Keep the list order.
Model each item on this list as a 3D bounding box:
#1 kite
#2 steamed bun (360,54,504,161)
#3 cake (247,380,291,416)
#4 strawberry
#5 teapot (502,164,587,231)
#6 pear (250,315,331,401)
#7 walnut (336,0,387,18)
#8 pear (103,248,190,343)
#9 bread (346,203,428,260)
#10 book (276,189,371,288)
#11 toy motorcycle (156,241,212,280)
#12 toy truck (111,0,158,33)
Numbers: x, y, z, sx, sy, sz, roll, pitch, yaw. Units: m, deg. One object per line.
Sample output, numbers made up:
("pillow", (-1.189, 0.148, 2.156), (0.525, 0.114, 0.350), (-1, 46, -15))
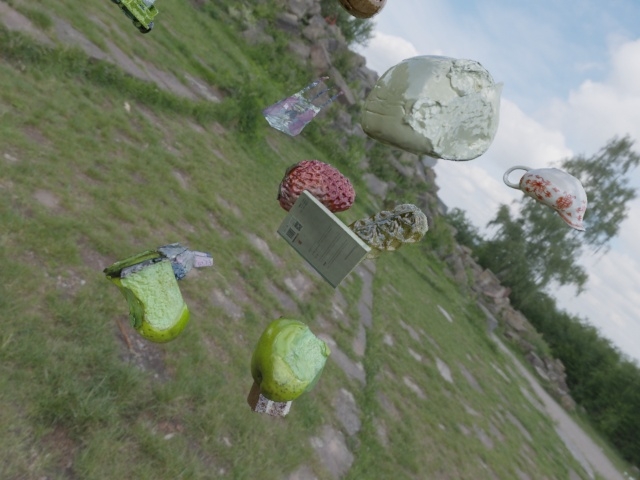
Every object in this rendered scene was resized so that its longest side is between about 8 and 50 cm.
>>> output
("kite", (-0.062, -0.560, 1.789), (0.204, 0.360, 0.022), (41, -22, 21))
("steamed bun", (0.272, -0.346, 1.107), (0.334, 0.232, 0.312), (-7, 29, -39))
("cake", (-0.192, 0.608, 1.719), (0.147, 0.134, 0.135), (25, -8, -21))
("strawberry", (-0.005, -0.181, 1.790), (0.336, 0.265, 0.149), (10, 39, -23))
("teapot", (0.563, -0.123, 1.087), (0.159, 0.116, 0.245), (3, 27, -34))
("pear", (-0.129, 0.450, 1.621), (0.286, 0.176, 0.282), (41, 48, 5))
("walnut", (0.095, -0.686, 1.176), (0.245, 0.137, 0.137), (19, 25, -46))
("pear", (-0.488, 0.164, 1.255), (0.238, 0.164, 0.255), (10, -59, 58))
("bread", (0.225, -0.032, 1.468), (0.130, 0.268, 0.152), (71, -1, -62))
("book", (0.000, 0.000, 1.413), (0.283, 0.215, 0.025), (45, 39, 7))
("toy motorcycle", (-0.487, 0.088, 1.528), (0.239, 0.108, 0.204), (-17, 28, -22))
("toy truck", (-0.512, -0.687, 1.159), (0.259, 0.135, 0.128), (48, 3, 21))
